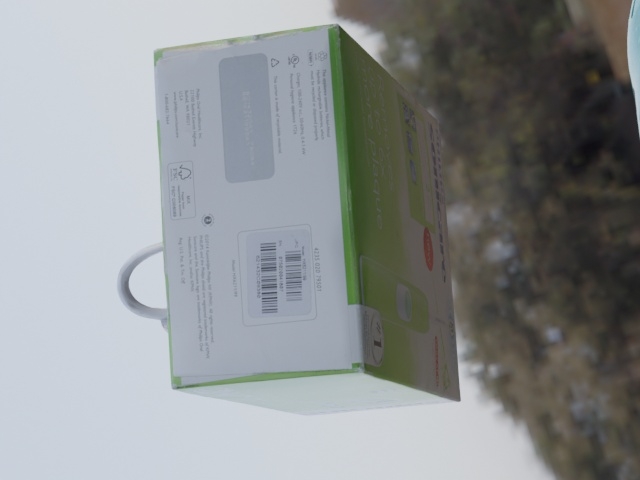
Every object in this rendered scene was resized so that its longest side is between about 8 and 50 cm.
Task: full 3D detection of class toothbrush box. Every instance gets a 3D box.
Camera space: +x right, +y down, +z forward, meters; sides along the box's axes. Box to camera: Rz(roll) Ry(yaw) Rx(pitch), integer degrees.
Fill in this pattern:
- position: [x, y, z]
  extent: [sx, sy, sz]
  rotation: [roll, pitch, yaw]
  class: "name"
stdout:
- position: [0.000, 0.000, 1.151]
  extent: [0.283, 0.122, 0.206]
  rotation: [32, -127, -73]
  class: "toothbrush box"

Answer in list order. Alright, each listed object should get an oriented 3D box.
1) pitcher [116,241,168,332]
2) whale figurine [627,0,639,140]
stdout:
- position: [-0.082, 0.021, 1.747]
  extent: [0.178, 0.207, 0.125]
  rotation: [35, -170, -6]
  class: "pitcher"
- position: [0.191, -0.051, 0.808]
  extent: [0.272, 0.141, 0.216]
  rotation: [-59, -33, -33]
  class: "whale figurine"
